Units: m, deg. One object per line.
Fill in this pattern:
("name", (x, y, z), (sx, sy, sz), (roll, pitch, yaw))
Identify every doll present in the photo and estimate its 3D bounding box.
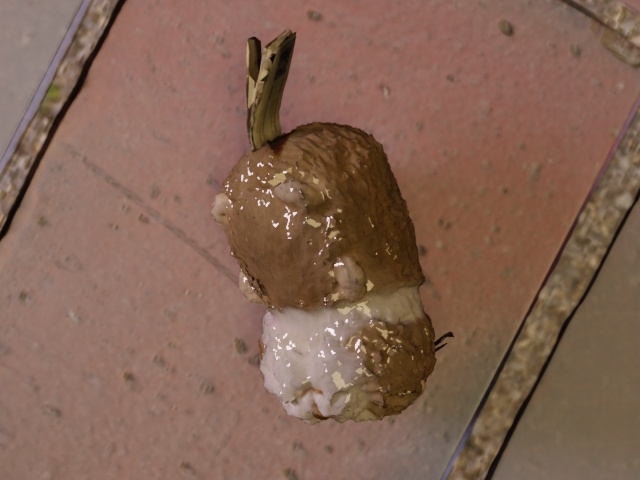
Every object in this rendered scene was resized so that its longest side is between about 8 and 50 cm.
("doll", (-0.004, -0.002, 0.439), (0.115, 0.105, 0.221), (-30, 100, -42))
